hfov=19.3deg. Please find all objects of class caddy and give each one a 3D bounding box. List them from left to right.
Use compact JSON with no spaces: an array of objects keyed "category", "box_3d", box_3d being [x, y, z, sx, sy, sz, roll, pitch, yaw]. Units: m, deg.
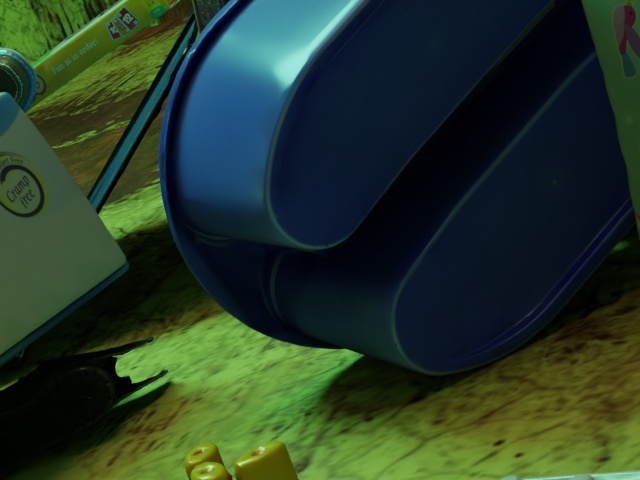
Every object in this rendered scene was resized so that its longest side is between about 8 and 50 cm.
[{"category":"caddy","box_3d":[0.065,-0.083,1.103,0.341,0.241,0.179,-48,27,-9]}]

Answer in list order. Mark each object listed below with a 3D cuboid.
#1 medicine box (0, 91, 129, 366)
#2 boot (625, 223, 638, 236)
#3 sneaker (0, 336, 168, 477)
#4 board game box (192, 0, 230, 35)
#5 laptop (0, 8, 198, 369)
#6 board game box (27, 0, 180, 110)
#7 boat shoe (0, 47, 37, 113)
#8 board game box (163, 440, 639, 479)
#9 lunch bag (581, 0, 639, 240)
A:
[{"category":"medicine box","box_3d":[-0.314,0.068,1.185,0.289,0.149,0.263,-32,5,33]},{"category":"boot","box_3d":[0.290,-0.074,1.175,0.305,0.112,0.115,-19,32,25]},{"category":"sneaker","box_3d":[-0.182,0.110,1.204,0.170,0.051,0.089,-23,5,-1]},{"category":"board game box","box_3d":[-0.071,-0.133,1.489,0.027,0.281,0.145,-11,14,2]},{"category":"laptop","box_3d":[-0.293,-0.051,1.550,0.408,0.236,0.382,-5,12,-1]},{"category":"board game box","box_3d":[-0.198,-0.174,1.648,0.259,0.039,0.124,-29,12,23]},{"category":"boat shoe","box_3d":[-0.308,-0.090,1.570,0.183,0.066,0.066,-38,12,31]},{"category":"board game box","box_3d":[-0.010,0.170,0.701,0.390,0.050,0.390,-10,16,38]},{"category":"lunch bag","box_3d":[0.284,-0.110,1.004,0.262,0.223,0.160,-26,20,-29]}]
